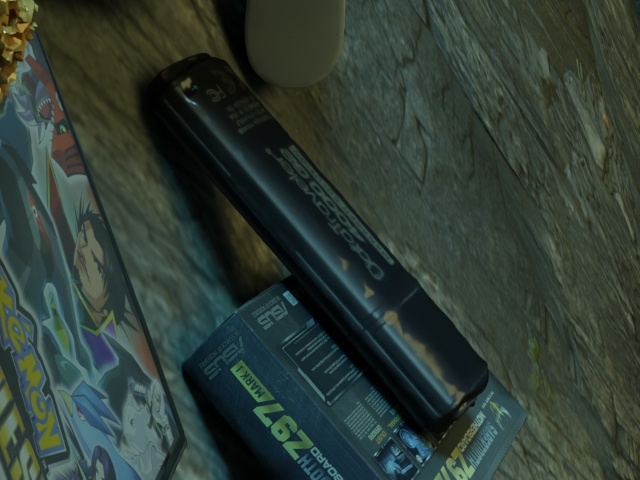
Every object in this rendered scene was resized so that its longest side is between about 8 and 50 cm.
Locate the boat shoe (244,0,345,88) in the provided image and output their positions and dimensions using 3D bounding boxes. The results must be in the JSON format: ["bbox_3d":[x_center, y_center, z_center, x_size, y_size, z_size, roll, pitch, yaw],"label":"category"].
[{"bbox_3d":[-0.004,-0.244,0.871,0.088,0.096,0.268,-92,-175,-66],"label":"boat shoe"}]

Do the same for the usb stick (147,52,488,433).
[{"bbox_3d":[0.000,0.000,0.759,0.278,0.045,0.077,50,32,3],"label":"usb stick"}]

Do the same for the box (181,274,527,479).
[{"bbox_3d":[0.034,0.099,0.796,0.183,0.059,0.232,48,24,4],"label":"box"}]

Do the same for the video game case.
[{"bbox_3d":[-0.132,0.013,0.503,0.248,0.035,0.275,-75,147,-76],"label":"video game case"}]

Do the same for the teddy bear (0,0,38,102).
[{"bbox_3d":[-0.121,-0.202,0.346,0.245,0.113,0.338,97,-16,-76],"label":"teddy bear"}]
